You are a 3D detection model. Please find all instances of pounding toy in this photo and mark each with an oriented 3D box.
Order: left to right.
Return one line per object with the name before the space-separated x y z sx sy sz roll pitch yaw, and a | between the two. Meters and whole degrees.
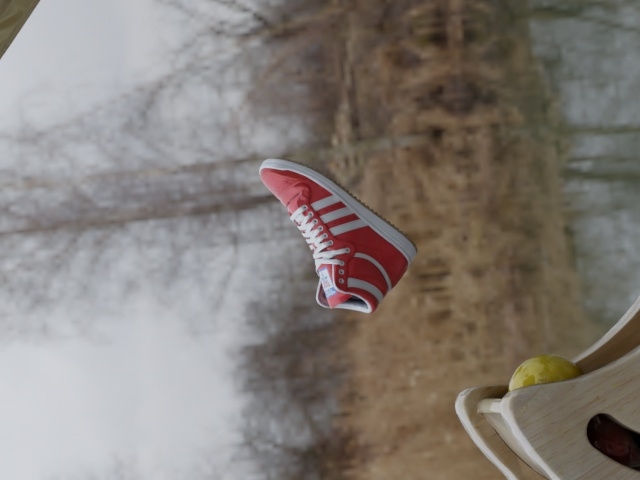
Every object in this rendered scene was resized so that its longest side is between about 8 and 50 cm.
pounding toy | 0.221 0.064 0.826 0.155 0.269 0.154 162 92 -73

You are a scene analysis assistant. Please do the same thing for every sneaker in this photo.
sneaker | 0.000 0.000 1.013 0.067 0.118 0.042 -58 4 -23

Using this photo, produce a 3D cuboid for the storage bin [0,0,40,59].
storage bin | -0.265 -0.134 0.721 0.260 0.262 0.123 -74 -34 -52
